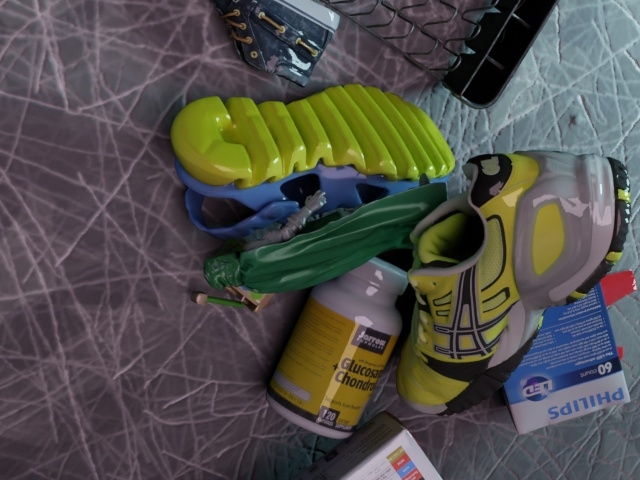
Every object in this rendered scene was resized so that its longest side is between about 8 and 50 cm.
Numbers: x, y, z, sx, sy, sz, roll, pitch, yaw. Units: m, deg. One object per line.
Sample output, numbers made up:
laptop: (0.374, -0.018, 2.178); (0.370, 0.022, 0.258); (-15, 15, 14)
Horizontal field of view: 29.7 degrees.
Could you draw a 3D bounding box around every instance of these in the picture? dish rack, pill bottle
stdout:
dish rack: (0.107, -0.283, 1.206); (0.271, 0.074, 0.208); (30, 91, -24)
pill bottle: (0.023, 0.105, 1.259); (0.103, 0.103, 0.184); (22, 96, -24)

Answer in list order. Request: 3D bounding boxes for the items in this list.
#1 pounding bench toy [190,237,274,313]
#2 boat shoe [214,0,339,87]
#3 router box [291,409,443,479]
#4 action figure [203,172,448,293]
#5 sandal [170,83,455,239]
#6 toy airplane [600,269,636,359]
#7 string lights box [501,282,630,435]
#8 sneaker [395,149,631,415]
pounding bench toy: (-0.084, 0.047, 1.233); (0.065, 0.052, 0.083); (41, 88, -25)
boat shoe: (-0.072, -0.215, 1.161); (0.183, 0.065, 0.083); (22, 94, -25)
router box: (0.027, 0.399, 1.255); (0.335, 0.082, 0.301); (-36, 103, -9)
action figure: (0.000, 0.000, 1.155); (0.232, 0.063, 0.137); (-18, 152, -13)
sandal: (-0.013, -0.073, 1.208); (0.317, 0.126, 0.138); (-2, 141, -27)
toy airplane: (0.307, 0.093, 1.402); (0.151, 0.028, 0.151); (-5, 106, -17)
string lights box: (0.241, 0.072, 1.329); (0.133, 0.077, 0.259); (-17, 110, 3)
sneaker: (0.141, 0.035, 1.149); (0.147, 0.145, 0.384); (15, 139, -12)
